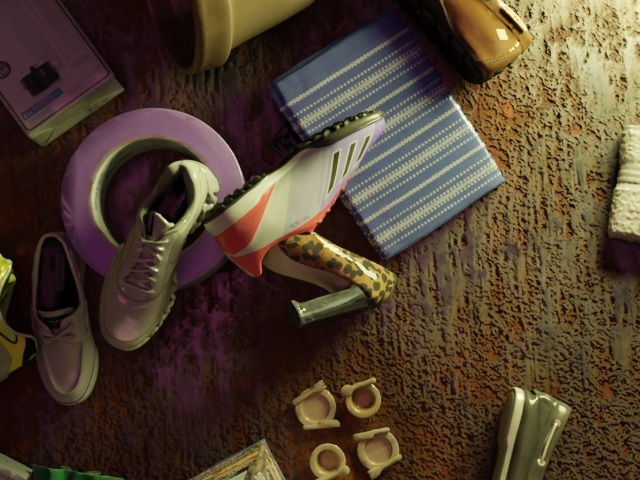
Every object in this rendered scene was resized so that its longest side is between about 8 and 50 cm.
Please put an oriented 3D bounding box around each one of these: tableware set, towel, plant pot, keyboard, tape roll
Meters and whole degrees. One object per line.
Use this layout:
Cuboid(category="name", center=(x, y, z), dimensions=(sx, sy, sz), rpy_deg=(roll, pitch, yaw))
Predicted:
Cuboid(category="tableware set", center=(0.040, 0.293, 1.348), dimensions=(0.141, 0.020, 0.168), rpy_deg=(-16, 86, -2))
Cuboid(category="towel", center=(0.604, -0.068, 1.376), dimensions=(0.282, 0.049, 0.187), rpy_deg=(11, 85, 0))
Cuboid(category="towel", center=(0.104, -0.168, 1.370), dimensions=(0.243, 0.040, 0.336), rpy_deg=(-34, 94, -5))
Cuboid(category="plant pot", center=(-0.133, -0.404, 1.310), dimensions=(0.229, 0.263, 0.263), rpy_deg=(-21, 86, -22))
Cuboid(category="keyboard", center=(-0.011, -0.207, 1.387), dimensions=(0.108, 0.023, 0.180), rpy_deg=(37, 85, -4))
Cuboid(category="tape roll", center=(-0.250, -0.059, 1.336), dimensions=(0.275, 0.090, 0.274), rpy_deg=(0, 85, -2))

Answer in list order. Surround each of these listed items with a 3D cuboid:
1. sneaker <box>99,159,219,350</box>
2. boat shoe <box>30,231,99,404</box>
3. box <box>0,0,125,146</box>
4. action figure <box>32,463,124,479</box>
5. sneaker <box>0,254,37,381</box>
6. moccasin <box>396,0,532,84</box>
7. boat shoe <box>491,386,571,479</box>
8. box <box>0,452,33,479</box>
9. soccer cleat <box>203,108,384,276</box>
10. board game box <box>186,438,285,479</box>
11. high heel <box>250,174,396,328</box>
Cuboid(category="sneaker", center=(-0.240, 0.015, 1.229), dimensions=(0.110, 0.118, 0.292), rpy_deg=(22, 87, -1))
Cuboid(category="boat shoe", center=(-0.392, 0.117, 1.318), dimensions=(0.096, 0.088, 0.267), rpy_deg=(0, 85, -2))
Cuboid(category="box", center=(-0.461, -0.313, 1.352), dimensions=(0.169, 0.087, 0.290), rpy_deg=(-35, 87, -4))
Cuboid(category="action figure", center=(-0.386, 0.461, 1.303), dimensions=(0.137, 0.063, 0.232), rpy_deg=(11, 81, -2))
Cuboid(category="sneaker", center=(-0.542, 0.040, 1.303), dimensions=(0.147, 0.145, 0.384), rpy_deg=(-19, 80, -19))
Cuboid(category="moccasin", center=(0.183, -0.426, 1.350), dimensions=(0.147, 0.139, 0.380), rpy_deg=(-41, 88, -5))
Cuboid(category="boat shoe", center=(0.298, 0.389, 1.301), dimensions=(0.096, 0.112, 0.335), rpy_deg=(14, 82, 5))
Cuboid(category="box", center=(-0.540, 0.393, 1.298), dimensions=(0.145, 0.038, 0.186), rpy_deg=(29, 93, -5))
Cuboid(category="soccer cleat", center=(-0.018, -0.077, 1.272), dimensions=(0.318, 0.109, 0.116), rpy_deg=(-38, 101, -18))
Cuboid(category="board game box", center=(-0.152, 0.411, 1.197), dimensions=(0.232, 0.291, 0.141), rpy_deg=(-28, 87, -3))
Cuboid(category="high heel", center=(0.000, 0.000, 1.359), dimensions=(0.186, 0.093, 0.261), rpy_deg=(-14, 71, -26))
